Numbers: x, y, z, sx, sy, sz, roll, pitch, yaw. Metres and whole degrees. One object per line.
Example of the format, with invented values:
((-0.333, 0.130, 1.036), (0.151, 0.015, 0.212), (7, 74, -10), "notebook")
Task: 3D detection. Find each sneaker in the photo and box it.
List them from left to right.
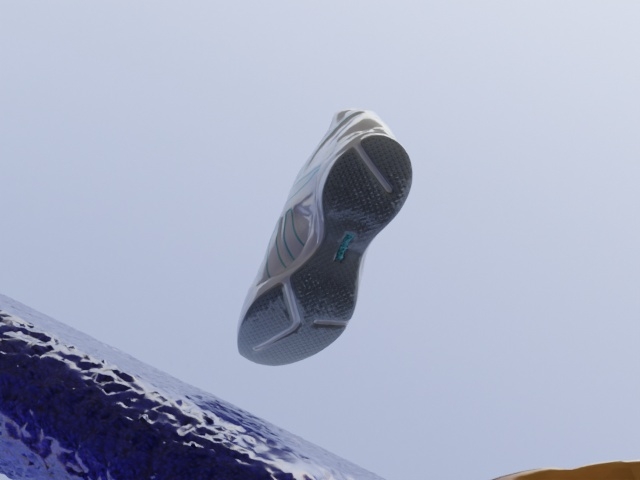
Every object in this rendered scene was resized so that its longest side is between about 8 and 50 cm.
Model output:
((0.000, 0.000, 0.661), (0.053, 0.152, 0.061), (20, -154, -21), "sneaker")

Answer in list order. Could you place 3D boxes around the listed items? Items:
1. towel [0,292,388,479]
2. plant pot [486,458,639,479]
((-0.106, 0.081, 0.542), (0.308, 0.227, 0.076), (22, -97, 26), "towel")
((0.113, 0.178, 0.428), (0.205, 0.205, 0.188), (1, -111, -1), "plant pot")
